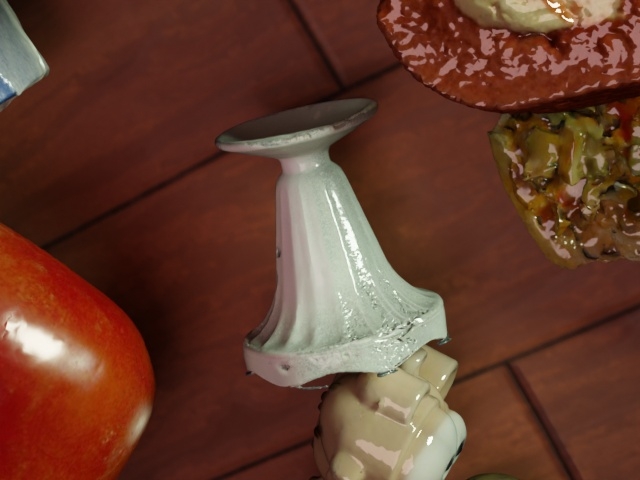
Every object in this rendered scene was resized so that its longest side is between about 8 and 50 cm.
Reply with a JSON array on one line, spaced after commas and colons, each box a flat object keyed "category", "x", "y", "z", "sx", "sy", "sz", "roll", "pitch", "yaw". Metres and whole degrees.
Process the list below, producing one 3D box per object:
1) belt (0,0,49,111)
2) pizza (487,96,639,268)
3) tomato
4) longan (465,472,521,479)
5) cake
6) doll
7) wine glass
[{"category": "belt", "x": -0.376, "y": -0.096, "z": 1.560, "sx": 0.347, "sy": 0.212, "sz": 0.117, "roll": -27, "pitch": 100, "yaw": 30}, {"category": "pizza", "x": 0.237, "y": -0.050, "z": 1.451, "sx": 0.226, "sy": 0.069, "sz": 0.147, "roll": -3, "pitch": 109, "yaw": 20}, {"category": "tomato", "x": -0.301, "y": 0.120, "z": 1.573, "sx": 0.293, "sy": 0.290, "sz": 0.325, "roll": -45, "pitch": 110, "yaw": -3}, {"category": "longan", "x": 0.135, "y": 0.237, "z": 1.588, "sx": 0.113, "sy": 0.092, "sz": 0.113, "roll": 1, "pitch": 128, "yaw": 2}, {"category": "cake", "x": 0.181, "y": -0.181, "z": 1.351, "sx": 0.283, "sy": 0.151, "sz": 0.177, "roll": -16, "pitch": 86, "yaw": 20}, {"category": "doll", "x": 0.031, "y": 0.205, "z": 1.580, "sx": 0.119, "sy": 0.154, "sz": 0.278, "roll": 28, "pitch": 119, "yaw": 12}, {"category": "wine glass", "x": 0.000, "y": 0.000, "z": 1.509, "sx": 0.165, "sy": 0.165, "sz": 0.197, "roll": -10, "pitch": 101, "yaw": 22}]
